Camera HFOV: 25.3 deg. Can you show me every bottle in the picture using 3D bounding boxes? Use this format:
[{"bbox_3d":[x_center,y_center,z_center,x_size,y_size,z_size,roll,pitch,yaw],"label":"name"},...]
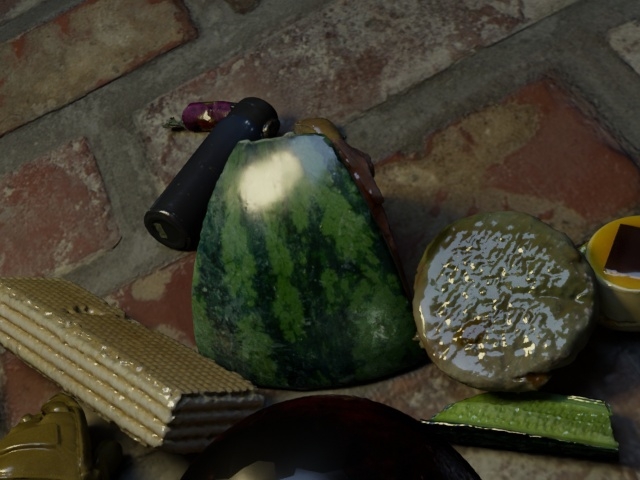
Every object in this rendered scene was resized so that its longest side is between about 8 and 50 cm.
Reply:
[{"bbox_3d":[-0.138,-0.094,1.893,0.082,0.072,0.244,14,53,27],"label":"bottle"}]

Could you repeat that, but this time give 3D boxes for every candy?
[{"bbox_3d":[-0.150,-0.177,2.026,0.175,0.045,0.043,-1,78,28],"label":"candy"}]

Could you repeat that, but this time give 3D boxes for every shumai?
[{"bbox_3d":[0.187,0.077,1.456,0.201,0.120,0.201,-7,63,14],"label":"shumai"}]

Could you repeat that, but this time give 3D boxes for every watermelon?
[{"bbox_3d":[-0.036,0.011,1.622,0.250,0.283,0.292,-12,11,-4],"label":"watermelon"}]

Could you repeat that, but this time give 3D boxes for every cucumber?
[{"bbox_3d":[0.201,0.179,1.397,0.220,0.046,0.070,4,45,32],"label":"cucumber"}]

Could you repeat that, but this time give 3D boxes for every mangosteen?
[{"bbox_3d":[0.011,0.276,1.217,0.307,0.307,0.347,-24,9,4],"label":"mangosteen"}]

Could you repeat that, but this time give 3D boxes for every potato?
[{"bbox_3d":[-0.002,-0.152,1.909,0.037,0.036,0.093,-43,39,-15],"label":"potato"}]

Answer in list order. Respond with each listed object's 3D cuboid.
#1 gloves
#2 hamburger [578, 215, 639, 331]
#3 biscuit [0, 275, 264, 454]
[{"bbox_3d":[-0.300,0.274,1.503,0.154,0.141,0.331,-20,38,11],"label":"gloves"},{"bbox_3d":[0.321,0.037,1.461,0.141,0.081,0.126,-3,44,11],"label":"hamburger"},{"bbox_3d":[-0.243,0.133,1.643,0.144,0.078,0.426,2,15,-44],"label":"biscuit"}]
